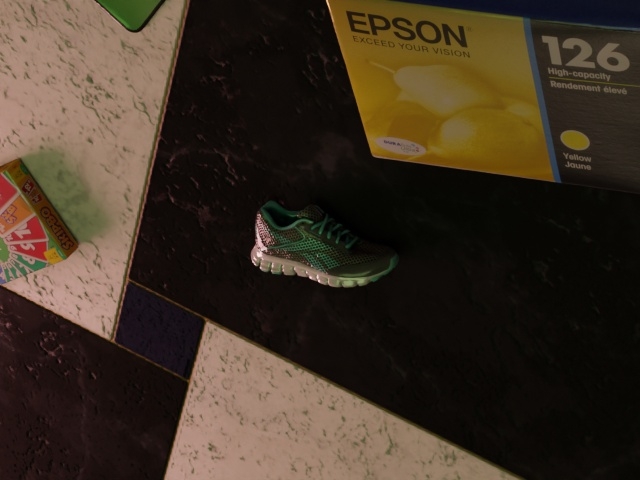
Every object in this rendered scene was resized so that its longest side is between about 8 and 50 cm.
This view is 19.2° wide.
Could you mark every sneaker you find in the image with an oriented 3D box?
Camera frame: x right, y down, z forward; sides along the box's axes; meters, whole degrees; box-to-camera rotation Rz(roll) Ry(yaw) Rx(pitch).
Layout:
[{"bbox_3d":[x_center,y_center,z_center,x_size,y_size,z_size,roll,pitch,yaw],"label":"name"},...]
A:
[{"bbox_3d":[0.000,0.000,1.950,0.166,0.065,0.076,8,122,23],"label":"sneaker"}]

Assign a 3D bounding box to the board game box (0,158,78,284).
[{"bbox_3d":[-0.406,-0.001,2.195,0.259,0.039,0.124,-19,111,40],"label":"board game box"}]

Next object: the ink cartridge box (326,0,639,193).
[{"bbox_3d":[0.161,-0.173,1.674,0.303,0.072,0.307,10,147,24],"label":"ink cartridge box"}]

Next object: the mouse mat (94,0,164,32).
[{"bbox_3d":[-0.195,-0.307,1.873,0.152,0.007,0.190,42,131,-4],"label":"mouse mat"}]
